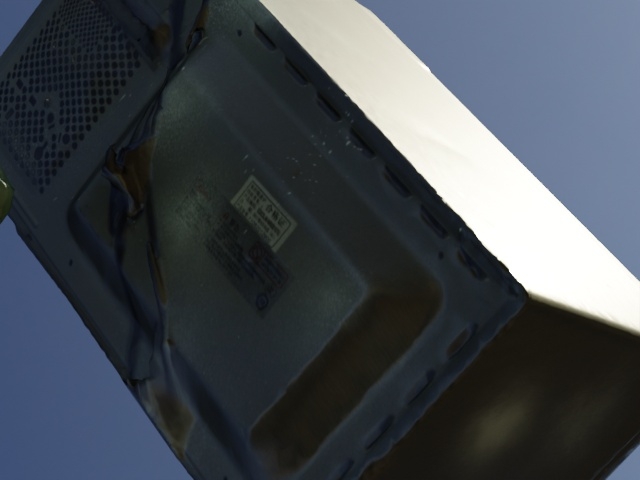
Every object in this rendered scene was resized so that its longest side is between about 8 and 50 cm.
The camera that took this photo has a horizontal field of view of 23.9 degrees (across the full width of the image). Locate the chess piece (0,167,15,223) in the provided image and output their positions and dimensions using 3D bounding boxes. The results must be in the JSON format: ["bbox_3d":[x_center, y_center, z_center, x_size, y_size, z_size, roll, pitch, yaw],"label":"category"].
[{"bbox_3d":[-0.255,-0.066,0.781,0.176,0.298,0.176,-4,-82,-26],"label":"chess piece"}]

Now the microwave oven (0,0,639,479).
[{"bbox_3d":[0.000,0.000,1.051,0.236,0.432,0.374,-49,-33,14],"label":"microwave oven"}]
